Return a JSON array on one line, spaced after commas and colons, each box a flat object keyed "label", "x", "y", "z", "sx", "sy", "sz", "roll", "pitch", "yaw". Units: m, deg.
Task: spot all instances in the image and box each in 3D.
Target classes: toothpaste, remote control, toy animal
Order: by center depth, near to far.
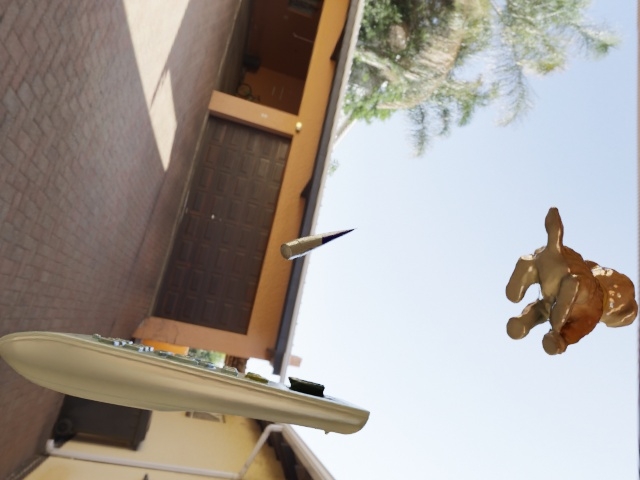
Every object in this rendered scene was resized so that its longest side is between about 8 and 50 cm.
[{"label": "remote control", "x": -0.109, "y": 0.127, "z": 0.372, "sx": 0.103, "sy": 0.293, "sz": 0.051, "roll": 131, "pitch": -28, "yaw": -72}, {"label": "toothpaste", "x": 0.000, "y": 0.000, "z": 0.381, "sx": 0.024, "sy": 0.083, "sz": 0.015, "roll": -25, "pitch": -95, "yaw": 45}, {"label": "toy animal", "x": 0.347, "y": 0.044, "z": 0.557, "sx": 0.104, "sy": 0.185, "sz": 0.184, "roll": -143, "pitch": -127, "yaw": -64}]
